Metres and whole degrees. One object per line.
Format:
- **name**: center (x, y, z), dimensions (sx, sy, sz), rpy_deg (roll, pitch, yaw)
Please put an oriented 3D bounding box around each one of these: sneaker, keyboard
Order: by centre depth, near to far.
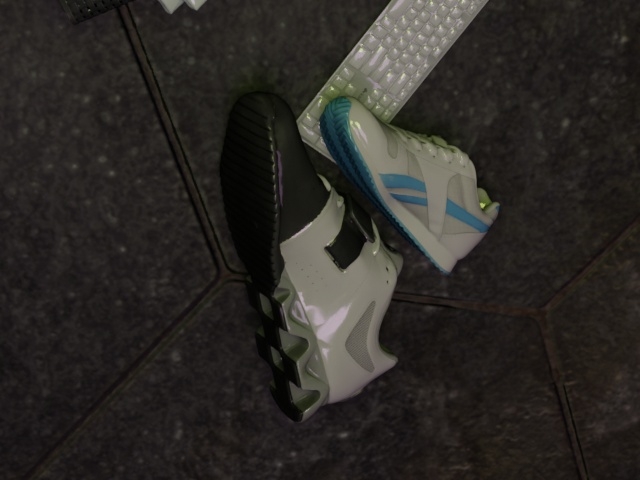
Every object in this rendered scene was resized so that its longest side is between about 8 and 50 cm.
- **keyboard**: center (0.075, -0.178, 1.422), dimensions (0.072, 0.014, 0.256), rpy_deg (31, 109, -24)
- **sneaker**: center (0.082, -0.067, 1.440), dimensions (0.092, 0.087, 0.229), rpy_deg (-45, 131, -1)
- **sneaker**: center (0.000, 0.000, 1.462), dimensions (0.146, 0.122, 0.331), rpy_deg (-21, 121, -19)

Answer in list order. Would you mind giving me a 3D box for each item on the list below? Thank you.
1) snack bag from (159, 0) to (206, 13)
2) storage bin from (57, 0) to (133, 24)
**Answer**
- **snack bag**: center (-0.083, -0.399, 1.165), dimensions (0.323, 0.037, 0.343), rpy_deg (-44, 121, -22)
- **storage bin**: center (-0.200, -0.279, 1.238), dimensions (0.084, 0.122, 0.180), rpy_deg (-21, 135, 1)
